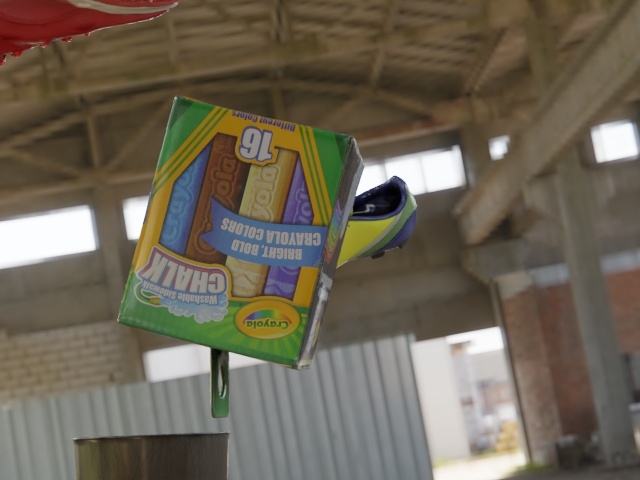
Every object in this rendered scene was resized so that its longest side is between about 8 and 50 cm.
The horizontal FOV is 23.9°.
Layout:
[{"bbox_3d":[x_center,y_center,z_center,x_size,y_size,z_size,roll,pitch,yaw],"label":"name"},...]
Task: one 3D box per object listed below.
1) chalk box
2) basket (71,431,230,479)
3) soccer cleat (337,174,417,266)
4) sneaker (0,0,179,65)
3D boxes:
[{"bbox_3d":[-0.081,0.028,1.480,0.179,0.289,0.180,15,-4,6],"label":"chalk box"},{"bbox_3d":[-0.161,0.301,1.462,0.154,0.226,0.204,-2,-7,-5],"label":"basket"},{"bbox_3d":[0.000,-0.001,2.017,0.289,0.093,0.121,-27,-39,-17],"label":"soccer cleat"},{"bbox_3d":[-0.213,-0.161,1.061,0.221,0.087,0.128,0,-34,-36],"label":"sneaker"}]
